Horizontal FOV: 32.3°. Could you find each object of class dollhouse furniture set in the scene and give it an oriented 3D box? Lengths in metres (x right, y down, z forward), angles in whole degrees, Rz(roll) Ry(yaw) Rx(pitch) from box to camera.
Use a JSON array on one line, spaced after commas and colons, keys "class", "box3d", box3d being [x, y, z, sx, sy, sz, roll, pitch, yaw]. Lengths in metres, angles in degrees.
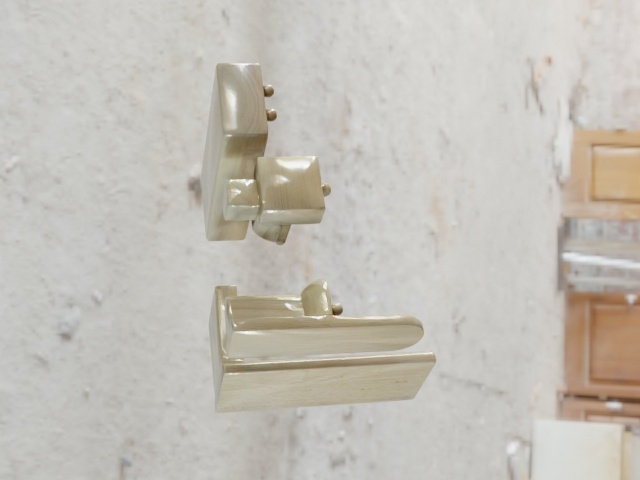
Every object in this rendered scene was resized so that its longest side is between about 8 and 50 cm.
[{"class": "dollhouse furniture set", "box3d": [0.000, 0.000, 0.646, 0.144, 0.123, 0.151, 108, -23, -58]}]
